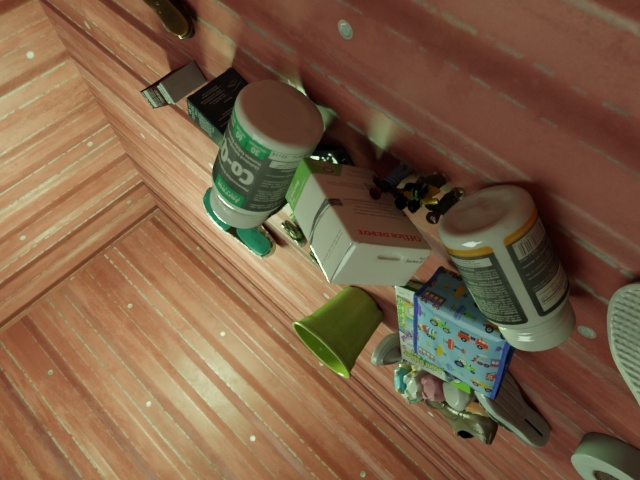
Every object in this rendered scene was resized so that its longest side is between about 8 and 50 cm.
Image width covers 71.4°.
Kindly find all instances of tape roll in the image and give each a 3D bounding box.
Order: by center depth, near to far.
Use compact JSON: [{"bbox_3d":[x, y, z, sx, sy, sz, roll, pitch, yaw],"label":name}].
[{"bbox_3d":[0.746,0.581,1.096,0.219,0.072,0.219,40,159,19],"label":"tape roll"}]

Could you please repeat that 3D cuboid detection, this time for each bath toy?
[{"bbox_3d":[0.397,0.475,1.506,0.348,0.129,0.151,-13,74,62],"label":"bath toy"}]

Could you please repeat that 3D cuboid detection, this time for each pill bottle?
[{"bbox_3d":[0.337,0.054,0.789,0.278,0.162,0.162,56,158,-22],"label":"pill bottle"},{"bbox_3d":[-0.151,-0.191,1.094,0.204,0.204,0.361,45,141,5],"label":"pill bottle"}]

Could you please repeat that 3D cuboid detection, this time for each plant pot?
[{"bbox_3d":[0.084,0.310,1.620,0.276,0.254,0.276,40,159,18],"label":"plant pot"}]

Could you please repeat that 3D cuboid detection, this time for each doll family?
[{"bbox_3d":[0.183,-0.094,0.887,0.193,0.111,0.076,23,149,47],"label":"doll family"}]

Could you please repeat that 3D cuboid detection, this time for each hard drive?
[{"bbox_3d":[0.048,-0.136,1.153,0.172,0.054,0.254,19,145,51],"label":"hard drive"}]

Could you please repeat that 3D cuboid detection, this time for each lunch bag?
[{"bbox_3d":[0.332,0.244,1.051,0.221,0.138,0.293,26,134,31],"label":"lunch bag"}]

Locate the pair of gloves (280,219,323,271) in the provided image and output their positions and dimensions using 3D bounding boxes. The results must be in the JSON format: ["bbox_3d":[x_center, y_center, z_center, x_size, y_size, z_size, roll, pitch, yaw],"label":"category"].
[{"bbox_3d":[-0.050,0.022,1.612,0.240,0.042,0.204,46,176,15],"label":"pair of gloves"}]

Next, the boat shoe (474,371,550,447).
[{"bbox_3d":[0.511,0.469,1.272,0.335,0.121,0.119,49,155,-14],"label":"boat shoe"}]

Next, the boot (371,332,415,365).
[{"bbox_3d":[0.276,0.352,1.404,0.123,0.258,0.095,24,112,36],"label":"boot"}]

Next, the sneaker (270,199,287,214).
[{"bbox_3d":[-0.194,-0.127,1.517,0.125,0.140,0.341,47,158,4],"label":"sneaker"}]

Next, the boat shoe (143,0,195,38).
[{"bbox_3d":[-0.399,-0.607,1.133,0.207,0.073,0.073,57,-162,-11],"label":"boat shoe"}]

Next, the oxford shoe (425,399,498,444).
[{"bbox_3d":[0.463,0.601,1.533,0.130,0.132,0.364,13,166,-14],"label":"oxford shoe"}]

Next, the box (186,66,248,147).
[{"bbox_3d":[-0.245,-0.345,1.192,0.158,0.156,0.093,46,160,1],"label":"box"}]

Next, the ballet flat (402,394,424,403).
[{"bbox_3d":[0.341,0.568,1.743,0.241,0.077,0.091,-100,-11,-88],"label":"ballet flat"}]

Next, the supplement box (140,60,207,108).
[{"bbox_3d":[-0.467,-0.485,1.403,0.239,0.130,0.073,18,146,53],"label":"supplement box"}]

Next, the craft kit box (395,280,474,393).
[{"bbox_3d":[0.318,0.255,1.222,0.250,0.061,0.246,16,123,53],"label":"craft kit box"}]

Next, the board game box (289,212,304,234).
[{"bbox_3d":[0.000,0.000,1.523,0.259,0.039,0.124,52,161,-8],"label":"board game box"}]

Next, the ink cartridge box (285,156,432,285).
[{"bbox_3d":[0.070,-0.040,0.926,0.114,0.199,0.272,-61,39,33],"label":"ink cartridge box"}]

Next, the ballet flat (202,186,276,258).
[{"bbox_3d":[-0.353,-0.070,1.962,0.409,0.147,0.147,45,159,7],"label":"ballet flat"}]

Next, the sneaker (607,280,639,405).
[{"bbox_3d":[0.569,0.208,0.708,0.126,0.128,0.321,-20,88,61],"label":"sneaker"}]
